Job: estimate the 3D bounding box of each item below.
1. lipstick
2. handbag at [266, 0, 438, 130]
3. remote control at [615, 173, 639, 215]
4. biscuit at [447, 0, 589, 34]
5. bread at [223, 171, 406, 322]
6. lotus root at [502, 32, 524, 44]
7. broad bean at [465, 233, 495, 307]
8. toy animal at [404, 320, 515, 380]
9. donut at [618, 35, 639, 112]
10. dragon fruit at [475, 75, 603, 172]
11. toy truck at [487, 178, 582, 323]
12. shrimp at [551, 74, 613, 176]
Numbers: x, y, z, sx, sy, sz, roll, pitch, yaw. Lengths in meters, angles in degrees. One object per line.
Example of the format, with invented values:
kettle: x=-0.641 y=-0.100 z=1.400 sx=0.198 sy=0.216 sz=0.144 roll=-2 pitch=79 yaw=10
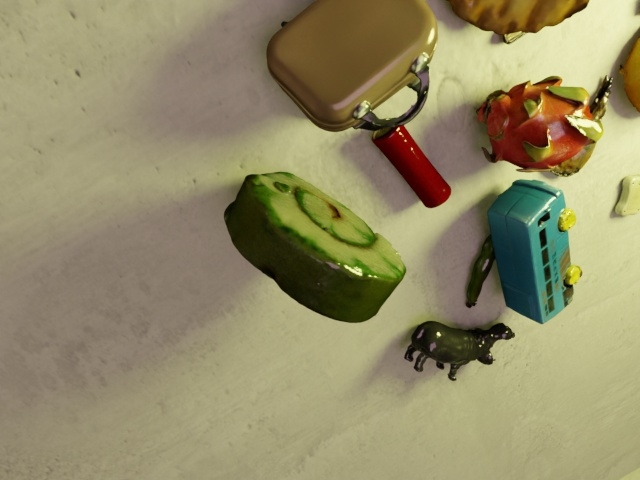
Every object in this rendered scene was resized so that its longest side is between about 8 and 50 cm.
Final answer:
lipstick: x=0.214 y=-0.175 z=1.113 sx=0.080 sy=0.080 sz=0.241 roll=-42 pitch=119 yaw=6
handbag: x=0.081 y=-0.332 z=0.903 sx=0.302 sy=0.149 sz=0.283 roll=-38 pitch=86 yaw=1
remote control: x=0.888 y=-0.129 z=1.367 sx=0.075 sy=0.032 sz=0.122 roll=-6 pitch=116 yaw=-14
biscuit: x=0.375 y=-0.540 z=0.889 sx=0.326 sy=0.326 sz=0.107 roll=32 pitch=61 yaw=-28
bread: x=0.000 y=0.000 z=0.969 sx=0.382 sy=0.366 sz=0.129 roll=25 pitch=111 yaw=-23
lotus root: x=0.437 y=-0.467 z=1.065 sx=0.083 sy=0.030 sz=0.037 roll=-34 pitch=91 yaw=-1
broad bean: x=0.453 y=0.067 z=1.325 sx=0.060 sy=0.043 sz=0.297 roll=-3 pitch=119 yaw=-38
toy animal: x=0.404 y=0.314 z=1.400 sx=0.343 sy=0.106 sz=0.168 roll=5 pitch=107 yaw=-26
donut: x=0.861 y=-0.429 z=1.173 sx=0.254 sy=0.118 sz=0.253 roll=-5 pitch=103 yaw=-21
dragon fruit: x=0.482 y=-0.260 z=1.076 sx=0.227 sy=0.224 sz=0.224 roll=-4 pitch=116 yaw=-11
toy truck: x=0.556 y=0.032 z=1.248 sx=0.162 sy=0.161 sz=0.384 roll=-35 pitch=124 yaw=-17
shrimp: x=0.658 y=-0.283 z=1.204 sx=0.117 sy=0.066 sz=0.261 roll=4 pitch=112 yaw=-19
